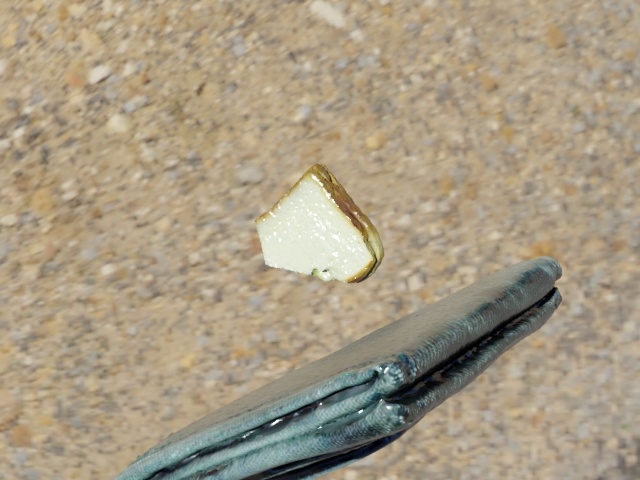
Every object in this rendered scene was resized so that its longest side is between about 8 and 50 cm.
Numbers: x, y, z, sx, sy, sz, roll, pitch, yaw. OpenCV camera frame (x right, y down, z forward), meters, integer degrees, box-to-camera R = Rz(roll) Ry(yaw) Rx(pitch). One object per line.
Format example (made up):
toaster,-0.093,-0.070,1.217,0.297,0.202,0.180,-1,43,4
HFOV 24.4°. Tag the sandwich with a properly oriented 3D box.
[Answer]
sandwich,0.000,0.000,1.258,0.105,0.093,0.036,47,21,10

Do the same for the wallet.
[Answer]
wallet,0.010,0.040,0.383,0.026,0.088,0.129,65,27,2
